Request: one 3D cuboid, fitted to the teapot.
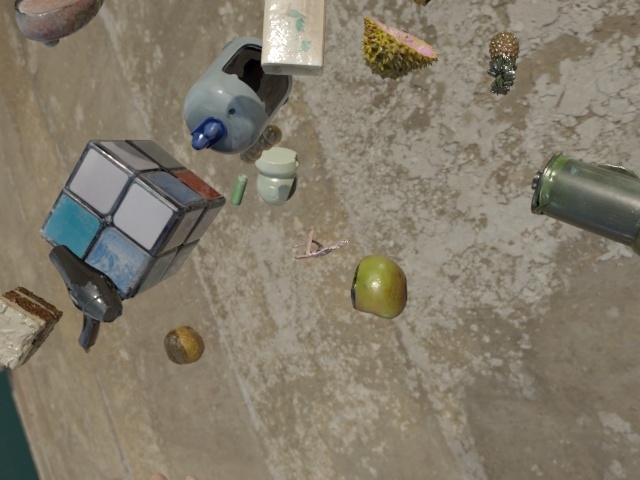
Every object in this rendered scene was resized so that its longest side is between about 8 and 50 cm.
[{"bbox_3d":[0.761,-0.127,1.458,0.337,0.270,0.200,27,146,31],"label":"teapot"}]

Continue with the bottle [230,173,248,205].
[{"bbox_3d":[-0.217,-0.136,1.433,0.030,0.030,0.083,40,120,35],"label":"bottle"}]

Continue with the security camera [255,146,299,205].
[{"bbox_3d":[-0.188,-0.263,2.296,0.194,0.194,0.236,33,129,40],"label":"security camera"}]

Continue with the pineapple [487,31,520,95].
[{"bbox_3d":[0.415,-0.398,1.216,0.074,0.074,0.159,-28,42,52],"label":"pineapple"}]

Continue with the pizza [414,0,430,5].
[{"bbox_3d":[0.131,-0.478,0.915,0.185,0.176,0.036,99,178,-75],"label":"pizza"}]

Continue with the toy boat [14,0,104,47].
[{"bbox_3d":[-0.550,-0.488,1.145,0.155,0.227,0.085,6,137,7],"label":"toy boat"}]

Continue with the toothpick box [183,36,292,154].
[{"bbox_3d":[-0.251,-0.391,1.535,0.263,0.355,0.263,13,137,12],"label":"toothpick box"}]

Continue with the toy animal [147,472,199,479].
[{"bbox_3d":[-0.365,0.564,1.157,0.124,0.212,0.124,-173,90,-75],"label":"toy animal"}]

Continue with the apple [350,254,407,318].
[{"bbox_3d":[0.191,0.149,1.717,0.174,0.207,0.188,3,74,59],"label":"apple"}]

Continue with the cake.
[{"bbox_3d":[-0.680,0.192,1.192,0.134,0.135,0.147,33,179,-6],"label":"cake"}]

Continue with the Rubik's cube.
[{"bbox_3d":[-0.507,-0.071,1.495,0.316,0.313,0.318,38,104,3],"label":"Rubik's cube"}]

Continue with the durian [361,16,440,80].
[{"bbox_3d":[0.196,-0.490,1.373,0.165,0.182,0.132,8,74,43],"label":"durian"}]

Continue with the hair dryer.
[{"bbox_3d":[-0.543,0.163,1.211,0.235,0.091,0.272,37,124,25],"label":"hair dryer"}]

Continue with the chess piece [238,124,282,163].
[{"bbox_3d":[-0.206,-0.339,1.844,0.170,0.094,0.094,-25,84,37],"label":"chess piece"}]

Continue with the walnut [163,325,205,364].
[{"bbox_3d":[-0.371,0.285,1.456,0.105,0.105,0.124,40,166,35],"label":"walnut"}]

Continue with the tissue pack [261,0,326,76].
[{"bbox_3d":[-0.069,-0.618,1.461,0.071,0.170,0.325,77,-165,-83],"label":"tissue pack"}]

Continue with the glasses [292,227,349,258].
[{"bbox_3d":[0.007,0.005,1.803,0.162,0.255,0.095,-7,97,15],"label":"glasses"}]
